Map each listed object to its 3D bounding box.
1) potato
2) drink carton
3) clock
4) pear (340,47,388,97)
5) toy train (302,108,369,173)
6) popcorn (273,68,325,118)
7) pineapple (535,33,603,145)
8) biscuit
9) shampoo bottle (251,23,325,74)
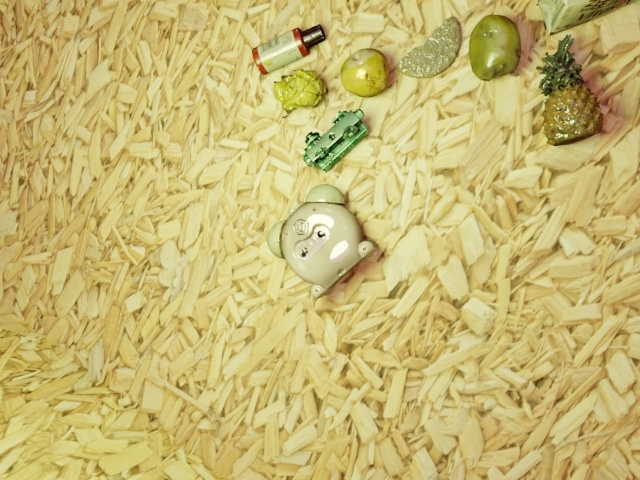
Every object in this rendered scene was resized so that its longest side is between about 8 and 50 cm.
[{"bbox_3d":[0.566,-0.629,1.351,0.154,0.137,0.200,-6,90,17],"label":"potato"},{"bbox_3d":[0.854,-0.767,1.239,0.324,0.194,0.132,-17,87,15],"label":"drink carton"},{"bbox_3d":[0.000,0.000,1.503,0.342,0.184,0.326,-41,75,7],"label":"clock"},{"bbox_3d":[0.154,-0.586,1.457,0.178,0.178,0.178,0,90,16],"label":"pear"},{"bbox_3d":[0.050,-0.368,1.491,0.269,0.154,0.115,-41,80,13],"label":"toy train"},{"bbox_3d":[-0.086,-0.544,1.529,0.195,0.168,0.173,0,127,26],"label":"popcorn"},{"bbox_3d":[0.758,-0.471,1.289,0.169,0.169,0.340,-10,84,16],"label":"pineapple"},{"bbox_3d":[0.401,-0.654,1.454,0.250,0.032,0.133,-39,81,12],"label":"biscuit"},{"bbox_3d":[-0.115,-0.729,1.564,0.278,0.104,0.104,-18,85,16],"label":"shampoo bottle"}]
